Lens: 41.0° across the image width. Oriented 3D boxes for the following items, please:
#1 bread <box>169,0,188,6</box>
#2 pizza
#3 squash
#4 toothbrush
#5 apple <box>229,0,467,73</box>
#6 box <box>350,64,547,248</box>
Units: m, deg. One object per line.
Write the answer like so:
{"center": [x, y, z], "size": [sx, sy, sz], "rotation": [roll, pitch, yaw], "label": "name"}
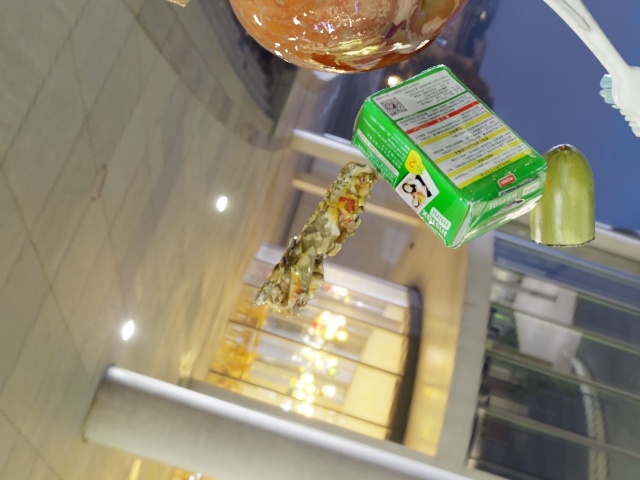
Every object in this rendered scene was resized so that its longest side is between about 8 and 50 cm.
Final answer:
{"center": [-0.247, -0.405, 1.194], "size": [0.107, 0.136, 0.241], "rotation": [-65, 177, 10], "label": "bread"}
{"center": [0.000, 0.000, 1.183], "size": [0.251, 0.074, 0.287], "rotation": [-58, -178, 2], "label": "pizza"}
{"center": [0.432, -0.084, 1.534], "size": [0.123, 0.123, 0.186], "rotation": [-73, 156, -65], "label": "squash"}
{"center": [0.098, -0.196, 0.507], "size": [0.040, 0.386, 0.040], "rotation": [-40, -161, 17], "label": "toothbrush"}
{"center": [0.037, -0.275, 0.808], "size": [0.253, 0.254, 0.253], "rotation": [-162, -90, -90], "label": "apple"}
{"center": [0.181, -0.124, 1.209], "size": [0.180, 0.250, 0.103], "rotation": [-25, 151, -28], "label": "box"}
